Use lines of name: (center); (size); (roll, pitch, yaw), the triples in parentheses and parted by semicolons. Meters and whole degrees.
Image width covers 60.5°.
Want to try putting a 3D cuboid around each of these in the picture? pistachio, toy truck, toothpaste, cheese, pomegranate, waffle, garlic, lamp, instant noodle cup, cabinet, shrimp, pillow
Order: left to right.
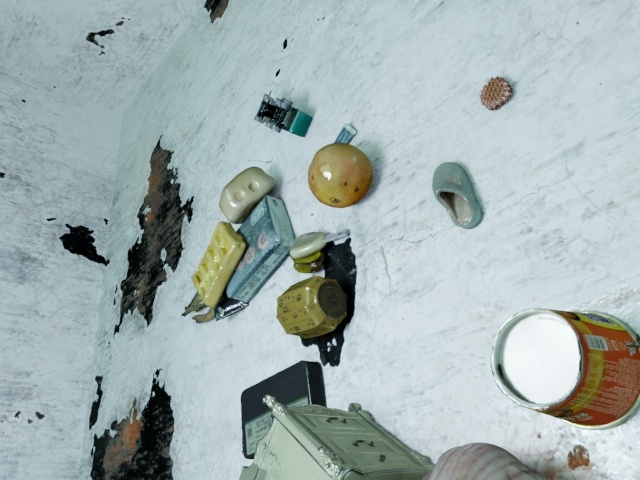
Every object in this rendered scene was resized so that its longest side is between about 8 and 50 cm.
shrimp: (-0.442, 0.253, 2.103); (0.254, 0.059, 0.145); (-47, 53, 23)
waffle: (-0.352, 0.082, 1.875); (0.274, 0.057, 0.168); (-61, 37, 17)
pillow: (-0.340, 0.186, 1.976); (0.141, 0.055, 0.208); (-32, 47, 9)
cheese: (-0.263, -0.152, 1.917); (0.117, 0.235, 0.218); (44, 136, 6)
toy truck: (-0.132, -0.434, 1.930); (0.253, 0.124, 0.114); (35, 104, 54)
pistachio: (-0.043, 0.063, 1.665); (0.089, 0.049, 0.173); (-43, 29, -13)
lamp: (-0.025, 0.184, 1.510); (0.185, 0.161, 0.161); (-29, 54, 44)
cheese: (0.000, 0.000, 1.622); (0.192, 0.037, 0.097); (-16, 33, 30)
toothpaste: (0.043, -0.271, 1.711); (0.057, 0.035, 0.197); (46, 112, 33)
cabinet: (0.034, 0.505, 1.184); (0.318, 0.290, 0.227); (24, 96, 54)
pomegranate: (0.050, -0.185, 1.542); (0.191, 0.191, 0.191); (-25, 57, 45)
garlic: (0.270, 0.496, 0.906); (0.318, 0.260, 0.317); (-20, 62, 42)
waffle: (0.407, -0.339, 1.272); (0.075, 0.029, 0.083); (-45, 47, 33)
instant noodle cup: (0.404, 0.205, 0.922); (0.213, 0.174, 0.213); (-26, 56, 45)

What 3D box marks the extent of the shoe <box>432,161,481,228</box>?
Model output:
shoe: (0.304, -0.113, 1.270); (0.079, 0.078, 0.195); (-44, 49, 34)

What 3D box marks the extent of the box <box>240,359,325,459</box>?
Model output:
box: (-0.115, 0.492, 1.577); (0.350, 0.058, 0.211); (-34, 52, 40)

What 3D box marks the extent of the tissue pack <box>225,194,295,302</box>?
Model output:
tissue pack: (-0.224, 0.028, 1.873); (0.315, 0.103, 0.227); (-47, 40, 29)
